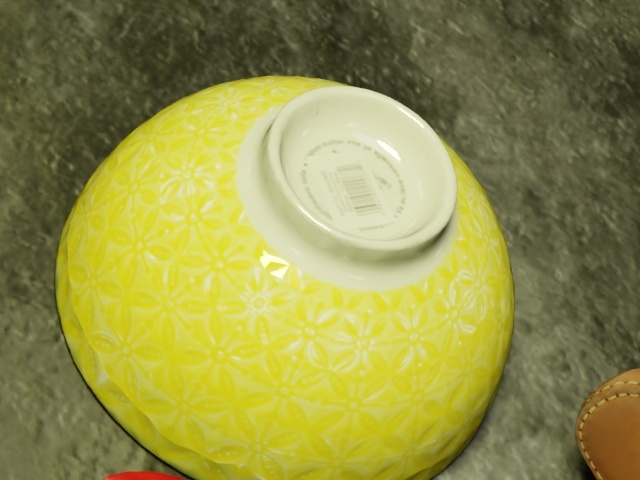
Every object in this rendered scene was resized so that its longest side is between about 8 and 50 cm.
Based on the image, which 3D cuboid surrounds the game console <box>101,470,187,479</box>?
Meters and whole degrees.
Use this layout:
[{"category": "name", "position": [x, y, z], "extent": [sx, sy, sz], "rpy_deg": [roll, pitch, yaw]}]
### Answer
[{"category": "game console", "position": [-0.153, 0.310, 0.840], "extent": [0.386, 0.060, 0.342], "rpy_deg": [-19, 98, -31]}]

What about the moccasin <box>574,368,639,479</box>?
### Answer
[{"category": "moccasin", "position": [0.268, 0.241, 1.109], "extent": [0.147, 0.139, 0.380], "rpy_deg": [-20, 75, -42]}]

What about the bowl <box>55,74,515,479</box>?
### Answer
[{"category": "bowl", "position": [0.000, 0.000, 1.147], "extent": [0.289, 0.156, 0.289], "rpy_deg": [11, 54, -15]}]
